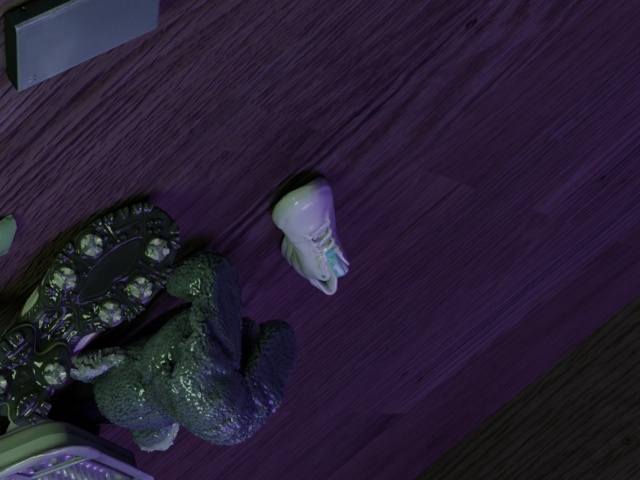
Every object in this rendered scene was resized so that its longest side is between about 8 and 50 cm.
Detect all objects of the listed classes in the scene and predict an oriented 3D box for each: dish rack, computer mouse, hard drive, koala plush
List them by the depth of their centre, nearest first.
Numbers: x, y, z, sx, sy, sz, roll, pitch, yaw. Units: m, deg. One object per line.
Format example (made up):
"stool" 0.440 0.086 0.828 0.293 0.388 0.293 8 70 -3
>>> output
"hard drive" -0.193 -0.180 1.431 0.135 0.022 0.094 -29 159 -21
"koala plush" -0.173 0.156 2.004 0.221 0.203 0.196 -18 129 29
"dish rack" -0.371 0.290 2.079 0.285 0.072 0.333 -24 160 6
"computer mouse" -0.227 0.186 2.154 0.272 0.072 0.188 -39 160 8

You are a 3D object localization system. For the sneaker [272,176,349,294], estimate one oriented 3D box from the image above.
"sneaker" 0.000 0.000 2.070 0.080 0.094 0.212 -31 160 -9

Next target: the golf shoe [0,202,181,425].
"golf shoe" -0.259 0.063 1.809 0.273 0.105 0.120 -47 -163 -3

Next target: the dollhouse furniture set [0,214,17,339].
"dollhouse furniture set" -0.328 0.049 1.681 0.076 0.058 0.151 -22 157 -36
